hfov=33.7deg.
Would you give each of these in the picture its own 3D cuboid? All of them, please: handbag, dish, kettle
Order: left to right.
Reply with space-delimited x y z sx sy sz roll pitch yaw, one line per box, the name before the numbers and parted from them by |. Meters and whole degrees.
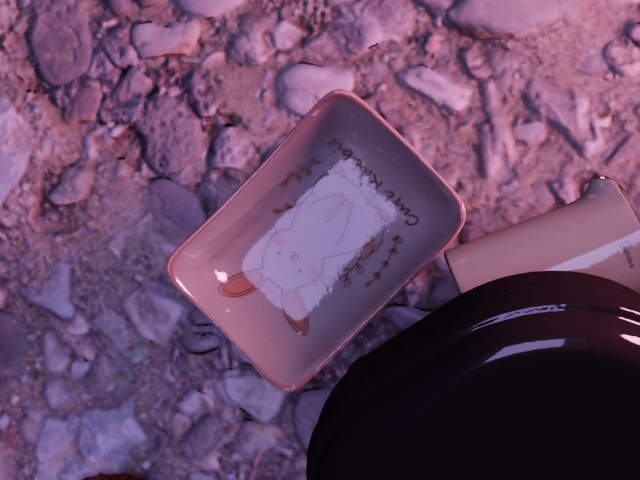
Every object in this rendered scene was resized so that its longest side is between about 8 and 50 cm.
dish | 0.000 0.000 0.856 0.151 0.077 0.212 45 98 5
handbag | 0.139 0.150 0.776 0.308 0.093 0.254 -36 119 22
kettle | 0.185 0.035 0.811 0.148 0.098 0.126 -23 66 7

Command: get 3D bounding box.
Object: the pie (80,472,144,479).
pie | -0.184 0.277 0.914 0.155 0.036 0.154 0 91 10
